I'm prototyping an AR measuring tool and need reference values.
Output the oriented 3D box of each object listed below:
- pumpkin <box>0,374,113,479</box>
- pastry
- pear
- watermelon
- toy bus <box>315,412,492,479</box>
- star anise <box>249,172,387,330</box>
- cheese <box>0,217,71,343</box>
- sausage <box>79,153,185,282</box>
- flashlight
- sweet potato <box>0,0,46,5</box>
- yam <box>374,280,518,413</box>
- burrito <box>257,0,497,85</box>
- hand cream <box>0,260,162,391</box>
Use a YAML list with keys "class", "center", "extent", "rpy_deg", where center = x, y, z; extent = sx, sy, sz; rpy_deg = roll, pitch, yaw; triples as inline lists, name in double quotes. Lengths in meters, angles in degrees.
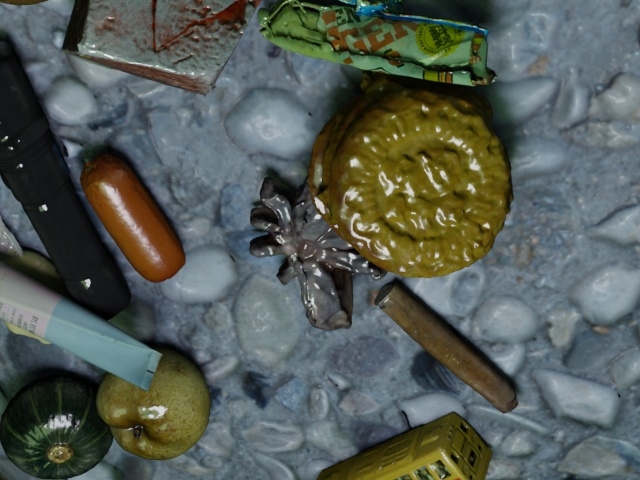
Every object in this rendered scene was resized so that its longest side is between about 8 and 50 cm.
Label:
- class: "pumpkin"
  center: [-0.390, 0.276, 2.136]
  extent: [0.167, 0.125, 0.167]
  rpy_deg: [-10, 139, -9]
- class: "pastry"
  center: [0.116, -0.076, 1.705]
  extent: [0.240, 0.132, 0.235]
  rpy_deg: [22, 102, -21]
- class: "pear"
  center: [-0.237, 0.236, 2.065]
  extent: [0.167, 0.136, 0.167]
  rpy_deg: [9, 130, 11]
- class: "watermelon"
  center: [-0.171, -0.232, 1.630]
  extent: [0.213, 0.201, 0.262]
  rpy_deg: [12, 139, -16]
- class: "toy bus"
  center: [0.088, 0.374, 2.124]
  extent: [0.335, 0.121, 0.123]
  rpy_deg: [-28, 109, 29]
- class: "star anise"
  center: [0.001, -0.003, 1.847]
  extent: [0.198, 0.111, 0.257]
  rpy_deg: [26, 132, -6]
- class: "cheese"
  center: [-0.421, 0.039, 2.004]
  extent: [0.127, 0.050, 0.255]
  rpy_deg: [-13, 123, 23]
- class: "sausage"
  center: [-0.248, -0.029, 1.898]
  extent: [0.076, 0.076, 0.197]
  rpy_deg: [-19, 121, 24]
- class: "flashlight"
  center: [-0.359, -0.063, 1.882]
  extent: [0.103, 0.103, 0.424]
  rpy_deg: [-8, 127, 17]
- class: "sweet potato"
  center: [-0.337, -0.334, 1.659]
  extent: [0.310, 0.098, 0.124]
  rpy_deg: [-8, 105, 19]
- class: "yam"
  center: [0.176, 0.149, 1.972]
  extent: [0.264, 0.046, 0.046]
  rpy_deg: [41, 125, -21]
- class: "burrito"
  center: [0.068, -0.245, 1.655]
  extent: [0.288, 0.054, 0.104]
  rpy_deg: [12, 86, 17]
- class: "hand cream"
  center: [-0.356, 0.102, 1.947]
  extent: [0.312, 0.070, 0.111]
  rpy_deg: [28, 143, -1]
